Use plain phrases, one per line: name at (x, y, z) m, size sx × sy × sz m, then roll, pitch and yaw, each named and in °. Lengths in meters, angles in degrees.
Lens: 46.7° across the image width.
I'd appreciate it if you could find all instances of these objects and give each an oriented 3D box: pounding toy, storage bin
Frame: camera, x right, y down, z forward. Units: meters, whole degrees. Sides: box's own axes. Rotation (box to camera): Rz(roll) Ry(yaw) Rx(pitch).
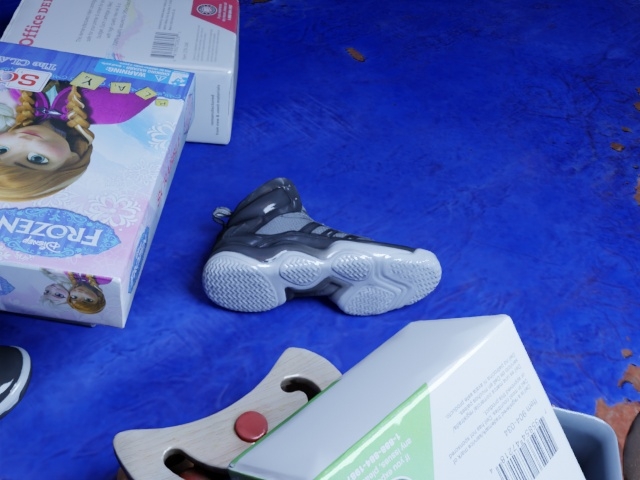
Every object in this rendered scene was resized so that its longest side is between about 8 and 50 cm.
pounding toy at (-0.039, 0.161, 0.638) m, size 0.269 × 0.155 × 0.154 m, roll -7°, pitch 49°, yaw -17°
storage bin at (0.189, 0.204, 0.679) m, size 0.135 × 0.091 × 0.098 m, roll 13°, pitch 42°, yaw 3°

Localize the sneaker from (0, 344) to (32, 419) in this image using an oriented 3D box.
sneaker at (-0.380, 0.130, 0.654) m, size 0.234 × 0.097 × 0.084 m, roll -12°, pitch 47°, yaw -22°

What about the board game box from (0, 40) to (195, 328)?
board game box at (-0.304, -0.078, 0.703) m, size 0.318 × 0.066 × 0.318 m, roll 8°, pitch 44°, yaw -4°

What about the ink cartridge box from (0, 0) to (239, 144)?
ink cartridge box at (-0.274, -0.260, 1.071) m, size 0.306 × 0.131 × 0.226 m, roll 3°, pitch 43°, yaw -5°

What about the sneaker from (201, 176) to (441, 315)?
sneaker at (0.000, 0.000, 0.857) m, size 0.268 × 0.101 × 0.153 m, roll 0°, pitch 46°, yaw -7°

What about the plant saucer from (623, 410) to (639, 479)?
plant saucer at (0.453, 0.252, 0.708) m, size 0.310 × 0.050 × 0.311 m, roll 4°, pitch 42°, yaw -4°

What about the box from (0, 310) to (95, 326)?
box at (-0.295, -0.058, 0.839) m, size 0.165 × 0.143 × 0.270 m, roll 9°, pitch 43°, yaw 0°

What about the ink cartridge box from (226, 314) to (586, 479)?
ink cartridge box at (0.093, 0.219, 0.518) m, size 0.198 × 0.114 × 0.273 m, roll -32°, pitch 100°, yaw -33°
